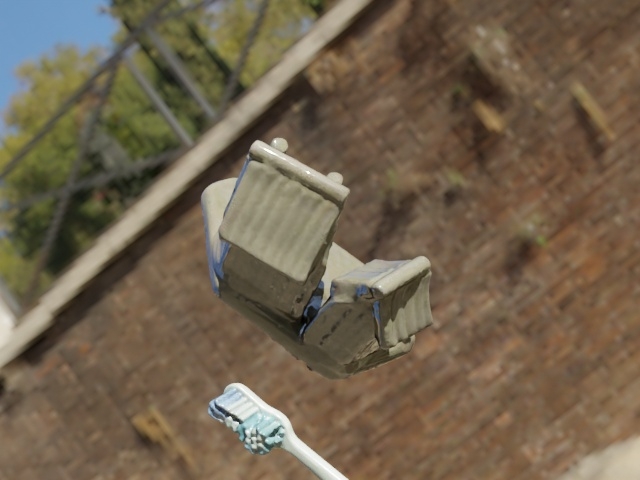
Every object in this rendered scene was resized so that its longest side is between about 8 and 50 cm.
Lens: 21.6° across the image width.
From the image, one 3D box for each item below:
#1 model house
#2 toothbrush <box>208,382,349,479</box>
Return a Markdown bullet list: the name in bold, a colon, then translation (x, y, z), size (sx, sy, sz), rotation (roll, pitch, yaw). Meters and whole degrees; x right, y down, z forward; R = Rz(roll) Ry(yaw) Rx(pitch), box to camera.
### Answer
- **model house**: translation (-0.005, 0.007, 1.376), size (0.122, 0.229, 0.188), rotation (-49, -6, -28)
- **toothbrush**: translation (0.073, 0.230, 1.168), size (0.040, 0.386, 0.040), rotation (-47, -12, -13)
